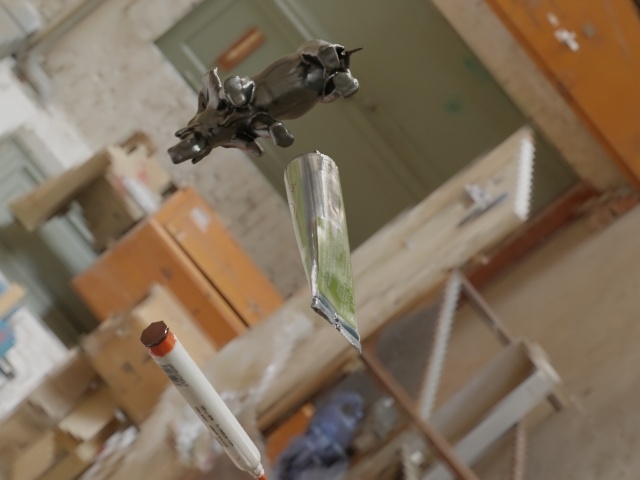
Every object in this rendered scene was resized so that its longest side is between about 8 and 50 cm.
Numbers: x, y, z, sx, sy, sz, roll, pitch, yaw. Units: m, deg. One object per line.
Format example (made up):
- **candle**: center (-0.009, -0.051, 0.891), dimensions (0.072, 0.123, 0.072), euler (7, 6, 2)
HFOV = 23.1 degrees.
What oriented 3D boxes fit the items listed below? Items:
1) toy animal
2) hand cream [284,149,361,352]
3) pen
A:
- **toy animal**: center (-0.062, -0.147, 1.752), dimensions (0.245, 0.114, 0.146), euler (-18, 12, -10)
- **hand cream**: center (0.000, 0.000, 1.528), dimensions (0.055, 0.086, 0.235), euler (-28, 44, 20)
- **pen**: center (-0.088, 0.137, 1.270), dimensions (0.026, 0.218, 0.026), euler (-15, 46, 16)
